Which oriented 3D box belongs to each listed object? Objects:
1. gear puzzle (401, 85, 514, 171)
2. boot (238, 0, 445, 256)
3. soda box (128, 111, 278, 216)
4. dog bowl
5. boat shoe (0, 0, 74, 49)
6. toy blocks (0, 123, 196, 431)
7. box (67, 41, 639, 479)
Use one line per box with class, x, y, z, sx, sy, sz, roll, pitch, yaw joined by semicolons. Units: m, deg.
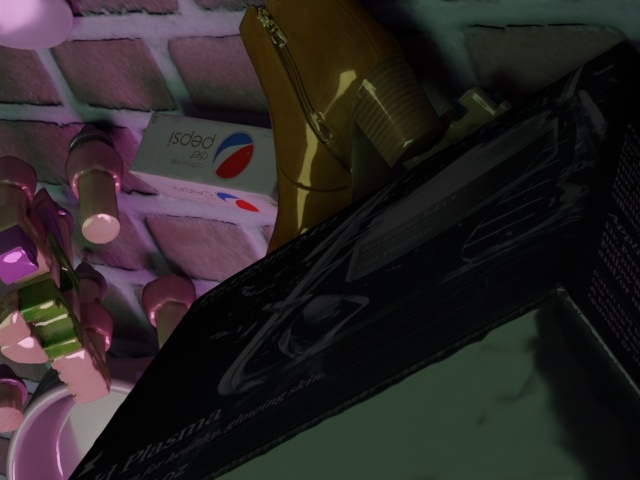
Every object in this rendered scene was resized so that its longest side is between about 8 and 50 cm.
gear puzzle;0.230;0.000;1.504;0.339;0.044;0.175;45;150;-1
boot;-0.015;-0.110;1.572;0.211;0.104;0.295;55;137;15
soda box;-0.094;-0.076;1.736;0.216;0.074;0.069;11;165;43
dog bowl;-0.244;0.301;2.164;0.348;0.102;0.349;6;109;17
boat shoe;-0.380;-0.288;1.794;0.258;0.084;0.095;25;120;-28
toy blocks;-0.334;0.024;1.987;0.260;0.308;0.289;-106;-7;-50
box;0.088;0.150;1.266;0.480;0.472;0.297;-31;101;25
